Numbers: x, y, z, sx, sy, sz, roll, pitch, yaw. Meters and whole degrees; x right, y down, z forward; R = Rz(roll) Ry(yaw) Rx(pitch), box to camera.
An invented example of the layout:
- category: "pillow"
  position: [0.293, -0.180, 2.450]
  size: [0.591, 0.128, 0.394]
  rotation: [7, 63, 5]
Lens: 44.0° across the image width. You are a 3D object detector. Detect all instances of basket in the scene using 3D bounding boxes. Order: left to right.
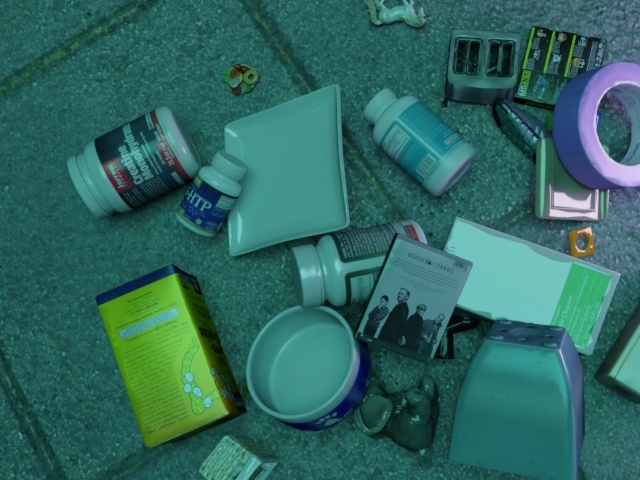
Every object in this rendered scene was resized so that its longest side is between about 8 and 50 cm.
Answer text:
- category: "basket"
  position: [-0.179, 0.495, 1.742]
  size: [0.103, 0.167, 0.113]
  rotation: [36, 85, 17]

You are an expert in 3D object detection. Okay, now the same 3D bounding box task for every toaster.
- category: "toaster"
  position: [0.381, -0.411, 1.885]
  size: [0.168, 0.110, 0.185]
  rotation: [6, 80, 9]

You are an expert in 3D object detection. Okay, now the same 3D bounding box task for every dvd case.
- category: "dvd case"
  position: [0.195, 0.124, 1.668]
  size: [0.179, 0.029, 0.238]
  rotation: [21, 95, -10]

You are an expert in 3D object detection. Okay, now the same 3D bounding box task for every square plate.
- category: "square plate"
  position: [-0.079, -0.156, 1.856]
  size: [0.347, 0.049, 0.343]
  rotation: [-14, 73, 33]

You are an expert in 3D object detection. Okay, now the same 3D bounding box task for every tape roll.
- category: "tape roll"
  position: [0.655, -0.252, 1.767]
  size: [0.275, 0.090, 0.274]
  rotation: [1, 89, -23]

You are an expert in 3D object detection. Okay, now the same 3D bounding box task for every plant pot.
- category: "plant pot"
  position: [0.408, 0.302, 1.606]
  size: [0.247, 0.248, 0.252]
  rotation: [5, 103, 21]

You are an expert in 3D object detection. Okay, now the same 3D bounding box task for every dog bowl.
- category: "dog bowl"
  position: [-0.026, 0.279, 1.744]
  size: [0.265, 0.104, 0.264]
  rotation: [-14, 56, 21]

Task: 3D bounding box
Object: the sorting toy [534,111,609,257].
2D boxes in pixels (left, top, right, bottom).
- category: "sorting toy"
  position: [0.567, -0.134, 1.806]
  size: [0.196, 0.047, 0.347]
  rotation: [2, 90, -23]

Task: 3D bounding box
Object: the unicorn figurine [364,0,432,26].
- category: "unicorn figurine"
  position: [0.199, -0.573, 1.972]
  size: [0.162, 0.060, 0.111]
  rotation: [-14, 77, 20]

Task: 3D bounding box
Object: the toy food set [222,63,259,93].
- category: "toy food set"
  position: [-0.202, -0.407, 1.999]
  size: [0.083, 0.020, 0.082]
  rotation: [39, 85, 12]

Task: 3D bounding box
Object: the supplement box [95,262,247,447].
- category: "supplement box"
  position: [-0.333, 0.261, 1.791]
  size: [0.195, 0.194, 0.356]
  rotation: [-23, 77, 2]

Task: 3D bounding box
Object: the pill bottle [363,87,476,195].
- category: "pill bottle"
  position: [0.224, -0.237, 1.850]
  size: [0.146, 0.146, 0.264]
  rotation: [-45, 77, -3]

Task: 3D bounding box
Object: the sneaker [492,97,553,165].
- category: "sneaker"
  position: [0.503, -0.262, 1.865]
  size: [0.098, 0.083, 0.223]
  rotation: [-40, 88, -12]

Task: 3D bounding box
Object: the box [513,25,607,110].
- category: "box"
  position: [0.573, -0.405, 1.896]
  size: [0.184, 0.045, 0.190]
  rotation: [13, 81, 11]

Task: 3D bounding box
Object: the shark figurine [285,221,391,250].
- category: "shark figurine"
  position: [0.021, 0.019, 1.842]
  size: [0.279, 0.116, 0.166]
  rotation: [5, 81, 10]

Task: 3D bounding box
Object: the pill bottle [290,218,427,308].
- category: "pill bottle"
  position: [0.084, 0.055, 1.737]
  size: [0.284, 0.161, 0.161]
  rotation: [-11, 77, -10]

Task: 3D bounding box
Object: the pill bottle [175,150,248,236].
- category: "pill bottle"
  position: [-0.252, -0.112, 1.872]
  size: [0.112, 0.112, 0.186]
  rotation: [35, 104, 12]

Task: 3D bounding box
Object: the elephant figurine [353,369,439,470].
- category: "elephant figurine"
  position: [0.134, 0.370, 1.753]
  size: [0.240, 0.186, 0.169]
  rotation: [2, 122, 18]

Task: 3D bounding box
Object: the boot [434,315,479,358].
- category: "boot"
  position: [0.297, 0.221, 1.801]
  size: [0.121, 0.045, 0.099]
  rotation: [3, 77, 15]

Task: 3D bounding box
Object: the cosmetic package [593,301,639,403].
- category: "cosmetic package"
  position: [0.726, 0.192, 1.698]
  size: [0.113, 0.160, 0.309]
  rotation: [32, 83, 12]

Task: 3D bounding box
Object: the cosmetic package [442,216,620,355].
- category: "cosmetic package"
  position: [0.437, 0.102, 1.752]
  size: [0.366, 0.155, 0.196]
  rotation: [19, 86, 9]

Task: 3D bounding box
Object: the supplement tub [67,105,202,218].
- category: "supplement tub"
  position: [-0.440, -0.184, 1.895]
  size: [0.272, 0.191, 0.191]
  rotation: [-27, 77, 1]
